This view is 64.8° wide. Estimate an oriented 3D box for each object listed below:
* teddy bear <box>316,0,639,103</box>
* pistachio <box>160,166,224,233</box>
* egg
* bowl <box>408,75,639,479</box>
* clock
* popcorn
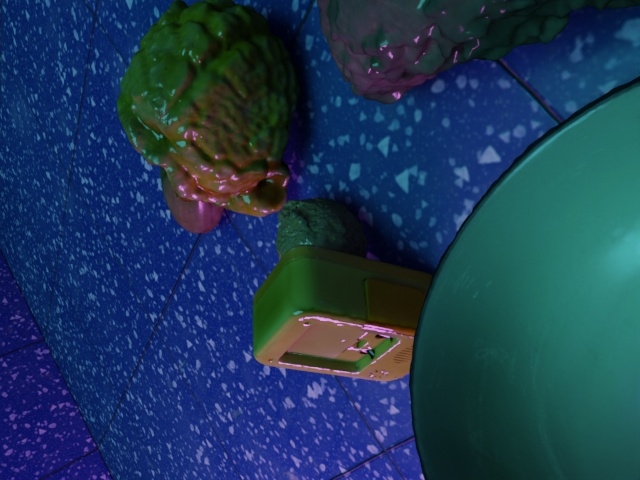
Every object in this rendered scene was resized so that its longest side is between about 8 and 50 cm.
[{"bbox_3d":[0.076,-0.299,0.348,0.357,0.224,0.368,-7,109,48],"label":"teddy bear"},{"bbox_3d":[-0.210,-0.087,0.844,0.126,0.108,0.186,-122,30,-48],"label":"pistachio"},{"bbox_3d":[0.000,0.000,0.648,0.140,0.116,0.118,-131,17,-67],"label":"egg"},{"bbox_3d":[0.243,0.072,0.323,0.185,0.354,0.353,30,142,-21],"label":"bowl"},{"bbox_3d":[0.033,0.089,0.580,0.143,0.202,0.096,-53,32,41],"label":"clock"},{"bbox_3d":[-0.144,-0.160,0.656,0.173,0.225,0.286,25,120,42],"label":"popcorn"}]
